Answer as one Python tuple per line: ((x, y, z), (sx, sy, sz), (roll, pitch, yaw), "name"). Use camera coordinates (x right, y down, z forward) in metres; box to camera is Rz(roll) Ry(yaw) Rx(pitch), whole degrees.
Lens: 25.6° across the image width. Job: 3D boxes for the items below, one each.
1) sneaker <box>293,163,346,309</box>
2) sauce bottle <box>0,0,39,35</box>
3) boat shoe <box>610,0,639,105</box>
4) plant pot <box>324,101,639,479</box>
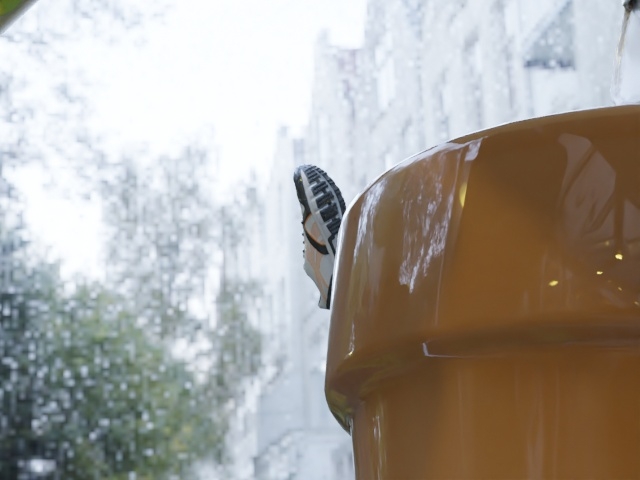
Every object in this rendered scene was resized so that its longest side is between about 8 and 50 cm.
((0.000, 0.000, 0.981), (0.044, 0.109, 0.040), (-20, -1, 32), "sneaker")
((-0.202, -0.015, 0.357), (0.344, 0.111, 0.111), (-44, -19, -3), "sauce bottle")
((0.272, -0.222, 1.097), (0.096, 0.277, 0.098), (25, -12, -31), "boat shoe")
((0.134, 0.111, 0.434), (0.291, 0.203, 0.291), (8, -21, 3), "plant pot")
